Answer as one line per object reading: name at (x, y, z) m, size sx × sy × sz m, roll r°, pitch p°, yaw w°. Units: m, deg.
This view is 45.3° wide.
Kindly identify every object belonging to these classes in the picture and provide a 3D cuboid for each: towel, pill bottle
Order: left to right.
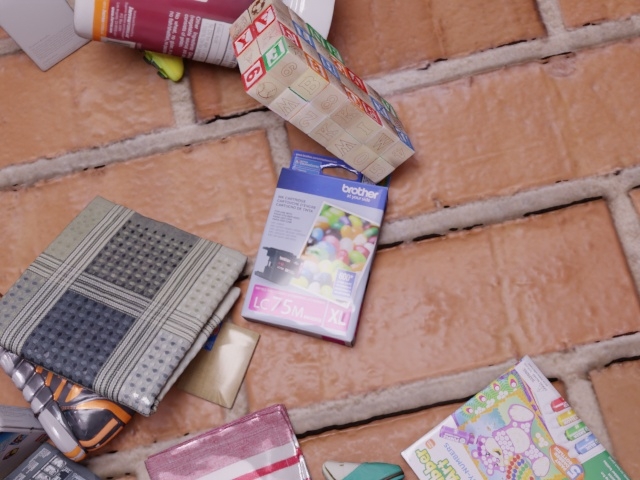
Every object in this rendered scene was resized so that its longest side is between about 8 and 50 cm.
towel at (-0.313, 0.090, 1.211) m, size 0.312 × 0.056 × 0.324 m, roll 21°, pitch 51°, yaw 13°
pill bottle at (-0.187, -0.406, 1.252) m, size 0.392 × 0.224 × 0.224 m, roll 7°, pitch 74°, yaw -16°
towel at (-0.107, 0.440, 1.154) m, size 0.237 × 0.037 × 0.329 m, roll -23°, pitch 74°, yaw -1°

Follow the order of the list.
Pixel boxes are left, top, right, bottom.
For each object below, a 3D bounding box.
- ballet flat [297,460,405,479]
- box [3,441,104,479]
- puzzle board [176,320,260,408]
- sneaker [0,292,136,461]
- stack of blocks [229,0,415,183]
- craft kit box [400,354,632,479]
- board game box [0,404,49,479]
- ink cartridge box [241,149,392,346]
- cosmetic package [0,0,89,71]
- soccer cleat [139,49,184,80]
ballet flat at (0.009, 0.370, 1.110) m, size 0.247 × 0.083 × 0.087 m, roll -27°, pitch 63°, yaw -26°
box at (-0.409, 0.428, 1.108) m, size 0.183 × 0.059 × 0.232 m, roll 28°, pitch 40°, yaw 13°
puzzle board at (-0.164, 0.195, 1.241) m, size 0.096 × 0.011 × 0.128 m, roll 18°, pitch 76°, yaw 11°
sneaker at (-0.403, 0.177, 1.226) m, size 0.180 × 0.124 × 0.321 m, roll -37°, pitch 76°, yaw -16°
stack of blocks at (0.005, -0.232, 1.193) m, size 0.087 × 0.297 × 0.171 m, roll -39°, pitch 44°, yaw 23°
craft kit box at (0.289, 0.342, 1.135) m, size 0.247 × 0.061 × 0.250 m, roll -38°, pitch 74°, yaw -3°
board game box at (-0.558, 0.365, 1.135) m, size 0.305 × 0.193 × 0.053 m, roll -42°, pitch 75°, yaw -7°
ink cartridge box at (0.000, 0.000, 1.257) m, size 0.186 × 0.065 × 0.311 m, roll 13°, pitch 74°, yaw 8°
cosmetic package at (-0.500, -0.401, 1.327) m, size 0.117 × 0.231 × 0.085 m, roll -36°, pitch 74°, yaw -6°
soccer cleat at (-0.305, -0.419, 1.387) m, size 0.121 × 0.093 × 0.289 m, roll -28°, pitch 73°, yaw -5°
